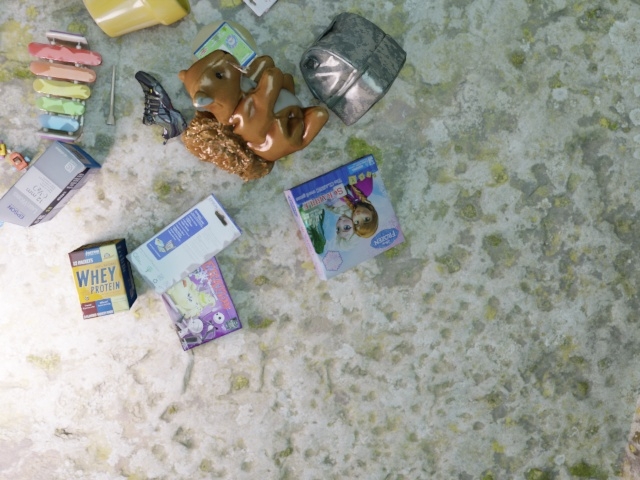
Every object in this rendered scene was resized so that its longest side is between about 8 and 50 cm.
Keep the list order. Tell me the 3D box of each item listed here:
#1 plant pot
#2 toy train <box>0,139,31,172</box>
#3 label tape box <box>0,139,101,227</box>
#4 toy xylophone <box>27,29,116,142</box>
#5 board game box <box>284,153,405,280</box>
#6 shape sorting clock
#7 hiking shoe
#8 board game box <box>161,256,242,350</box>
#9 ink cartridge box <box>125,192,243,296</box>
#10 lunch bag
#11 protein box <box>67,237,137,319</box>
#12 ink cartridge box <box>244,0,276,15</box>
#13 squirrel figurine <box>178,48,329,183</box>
[{"bbox_3d":[-0.543,-0.718,1.705,0.239,0.254,0.254,-25,101,10],"label":"plant pot"},{"bbox_3d":[-0.969,-0.230,1.772,0.166,0.046,0.125,-32,101,-6],"label":"toy train"},{"bbox_3d":[-0.811,-0.124,1.709,0.115,0.249,0.348,41,88,-12],"label":"label tape box"},{"bbox_3d":[-0.737,-0.456,1.770,0.236,0.081,0.323,-1,97,-11],"label":"toy xylophone"},{"bbox_3d":[0.085,-0.078,1.943,0.318,0.066,0.318,-26,101,-18],"label":"board game box"},{"bbox_3d":[-0.299,-0.584,1.855,0.206,0.040,0.206,-1,99,-7],"label":"shape sorting clock"},{"bbox_3d":[-0.511,-0.409,1.814,0.114,0.086,0.227,-37,102,-8],"label":"hiking shoe"},{"bbox_3d":[-0.411,0.164,1.923,0.208,0.056,0.347,-22,100,-11],"label":"board game box"},{"bbox_3d":[-0.421,0.011,1.849,0.332,0.065,0.165,-36,101,-3],"label":"ink cartridge box"},{"bbox_3d":[0.091,-0.540,1.802,0.256,0.212,0.305,42,47,-12],"label":"lunch bag"},{"bbox_3d":[-0.653,0.110,1.792,0.135,0.200,0.201,-11,98,-9],"label":"protein box"},{"bbox_3d":[-0.167,-0.792,1.844,0.104,0.060,0.180,44,87,-13],"label":"ink cartridge box"},{"bbox_3d":[-0.252,-0.362,1.736,0.370,0.281,0.397,14,125,-43],"label":"squirrel figurine"}]
